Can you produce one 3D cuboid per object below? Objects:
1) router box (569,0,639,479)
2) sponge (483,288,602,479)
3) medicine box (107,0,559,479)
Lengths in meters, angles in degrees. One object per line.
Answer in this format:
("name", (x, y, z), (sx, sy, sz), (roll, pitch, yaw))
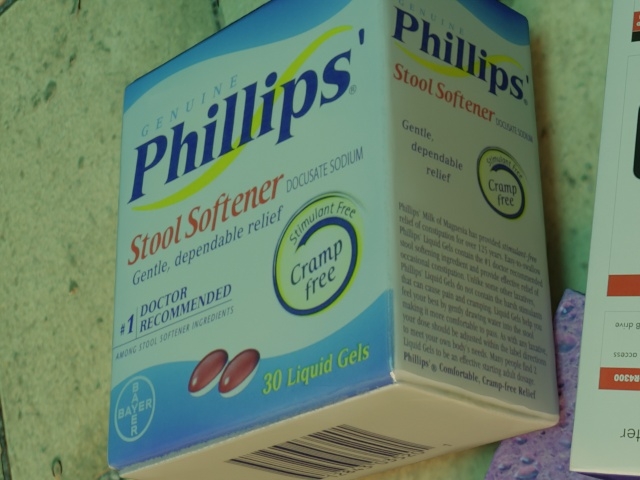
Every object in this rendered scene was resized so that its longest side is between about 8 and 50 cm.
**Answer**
("router box", (0.302, -0.016, 0.804), (0.335, 0.082, 0.301), (-1, 76, 37))
("sponge", (0.155, 0.145, 0.950), (0.117, 0.031, 0.210), (25, 94, 44))
("medicine box", (0.000, 0.000, 1.038), (0.263, 0.149, 0.289), (-23, 59, 41))
